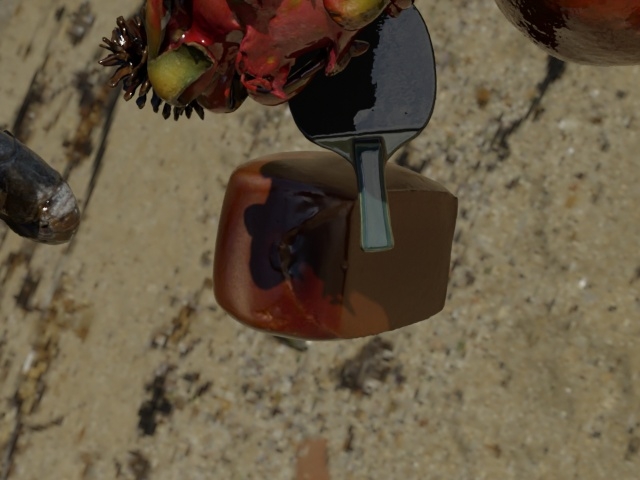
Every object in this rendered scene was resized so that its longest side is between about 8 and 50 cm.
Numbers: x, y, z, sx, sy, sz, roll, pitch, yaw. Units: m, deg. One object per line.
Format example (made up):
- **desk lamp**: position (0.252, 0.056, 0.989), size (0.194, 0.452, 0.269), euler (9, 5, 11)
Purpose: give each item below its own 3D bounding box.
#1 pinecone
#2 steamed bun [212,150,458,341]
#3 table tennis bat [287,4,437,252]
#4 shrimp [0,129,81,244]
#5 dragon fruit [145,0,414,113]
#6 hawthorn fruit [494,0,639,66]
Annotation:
- **pinecone**: position (-0.222, -0.248, 1.696), size (0.163, 0.165, 0.163), euler (-172, 90, -69)
- **steamed bun**: position (0.000, 0.000, 1.636), size (0.248, 0.379, 0.235), euler (13, 101, 32)
- **table tennis bat**: position (0.044, -0.124, 1.225), size (0.021, 0.154, 0.274), euler (116, 149, -82)
- **shrimp**: position (-0.482, -0.118, 1.764), size (0.116, 0.343, 0.145), euler (-53, 17, -26)
- **dragon fruit**: position (-0.027, -0.223, 0.999), size (0.227, 0.243, 0.307), euler (-72, -13, -50)
- **hawthorn fruit**: position (0.317, -0.321, 1.304), size (0.311, 0.295, 0.295), euler (57, -127, -79)
